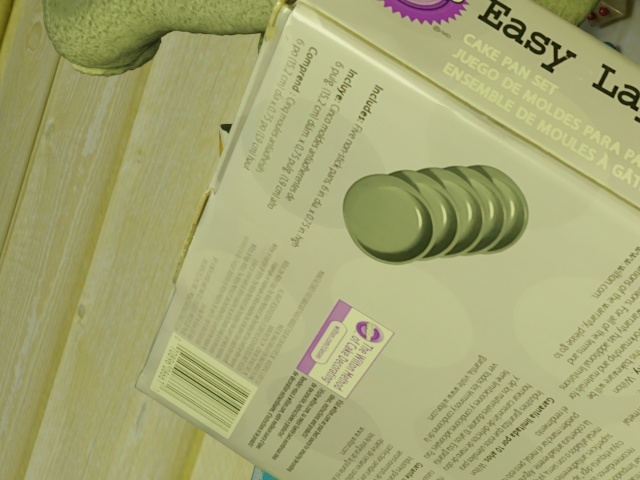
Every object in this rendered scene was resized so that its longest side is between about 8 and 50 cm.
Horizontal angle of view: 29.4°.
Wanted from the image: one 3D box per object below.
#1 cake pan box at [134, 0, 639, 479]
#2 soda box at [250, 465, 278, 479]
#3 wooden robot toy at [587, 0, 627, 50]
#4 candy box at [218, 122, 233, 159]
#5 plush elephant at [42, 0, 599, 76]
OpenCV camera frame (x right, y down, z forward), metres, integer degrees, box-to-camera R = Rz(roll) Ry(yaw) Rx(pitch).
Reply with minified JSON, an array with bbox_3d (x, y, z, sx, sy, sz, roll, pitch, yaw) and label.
[{"bbox_3d":[0.066,0.047,0.454,0.070,0.245,0.267,-54,-5,-37],"label":"cake pan box"},{"bbox_3d":[0.022,0.186,0.736,0.210,0.071,0.067,-128,50,-59],"label":"soda box"},{"bbox_3d":[0.103,-0.113,0.729,0.173,0.079,0.076,-45,39,46],"label":"wooden robot toy"},{"bbox_3d":[0.000,0.000,0.841,0.233,0.071,0.159,-164,72,-65],"label":"candy box"},{"bbox_3d":[0.093,-0.174,0.484,0.330,0.255,0.272,15,99,38],"label":"plush elephant"}]
